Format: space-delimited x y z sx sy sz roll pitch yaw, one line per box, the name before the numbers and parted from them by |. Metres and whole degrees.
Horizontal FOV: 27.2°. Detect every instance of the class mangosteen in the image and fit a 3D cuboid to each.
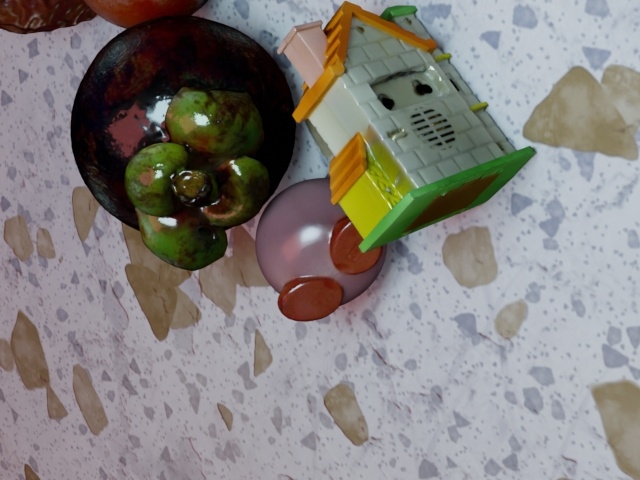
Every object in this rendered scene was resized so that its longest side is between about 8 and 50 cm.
mangosteen | -0.169 -0.134 1.654 0.311 0.311 0.311 18 117 40

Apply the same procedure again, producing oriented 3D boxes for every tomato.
tomato | -0.221 -0.370 1.707 0.184 0.208 0.208 50 134 9

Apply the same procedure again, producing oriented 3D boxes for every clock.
clock | 0.078 -0.142 1.485 0.255 0.220 0.106 56 137 15

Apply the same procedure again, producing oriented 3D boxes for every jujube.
jujube | -0.402 -0.395 1.856 0.213 0.232 0.213 18 116 42

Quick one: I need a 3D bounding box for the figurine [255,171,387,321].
figurine | 0.000 0.000 1.657 0.173 0.173 0.173 18 117 40
